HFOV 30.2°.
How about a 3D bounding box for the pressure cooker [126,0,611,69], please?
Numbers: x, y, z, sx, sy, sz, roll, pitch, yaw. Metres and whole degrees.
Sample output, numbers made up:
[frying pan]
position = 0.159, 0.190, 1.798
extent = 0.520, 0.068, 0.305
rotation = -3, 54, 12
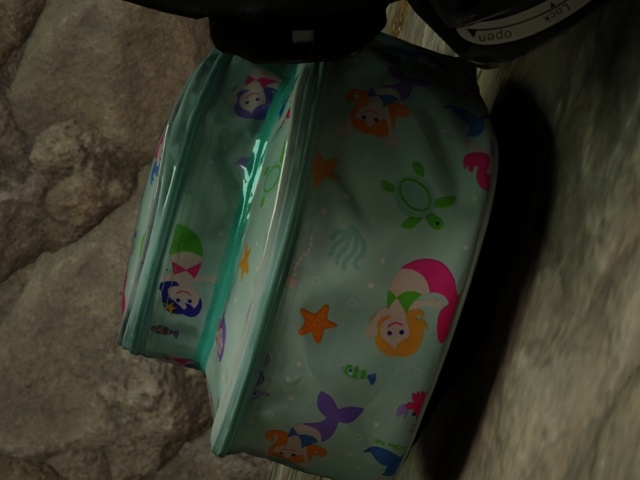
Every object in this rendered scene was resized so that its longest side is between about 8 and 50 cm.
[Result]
[pressure cooker]
position = -0.015, -0.278, 0.483
extent = 0.420, 0.370, 0.375
rotation = -75, -1, -67

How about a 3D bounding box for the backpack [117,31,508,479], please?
[backpack]
position = 0.000, 0.000, 0.622
extent = 0.253, 0.191, 0.225
rotation = -101, 27, -69
